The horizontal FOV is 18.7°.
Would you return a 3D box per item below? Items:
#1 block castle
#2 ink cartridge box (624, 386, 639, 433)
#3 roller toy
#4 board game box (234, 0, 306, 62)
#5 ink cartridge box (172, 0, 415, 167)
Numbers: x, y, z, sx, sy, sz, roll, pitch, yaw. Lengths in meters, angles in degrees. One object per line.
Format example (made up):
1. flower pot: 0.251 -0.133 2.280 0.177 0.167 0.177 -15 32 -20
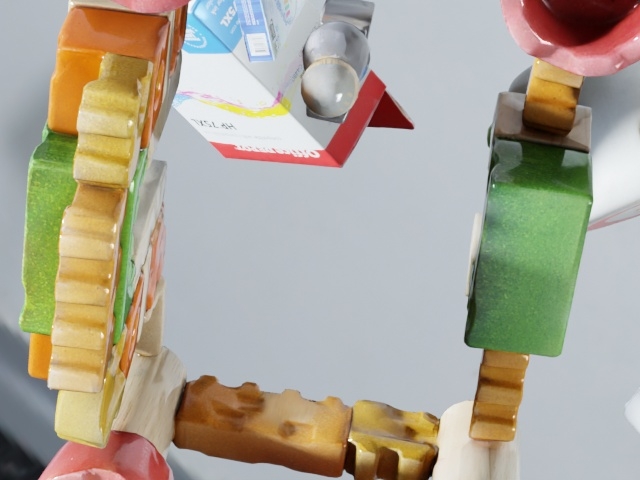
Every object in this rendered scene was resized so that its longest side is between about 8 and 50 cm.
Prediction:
1. block castle: 0.000 0.000 1.027 0.303 0.213 0.453 9 122 2
2. ink cartridge box: 0.377 0.071 1.236 0.223 0.129 0.307 50 119 34
3. roller toy: 0.257 -0.089 1.531 0.209 0.191 0.146 -23 83 30
4. board game box: -0.033 -0.169 1.187 0.020 0.090 0.090 -1 123 18
5. ink cartridge box: -0.050 -0.125 1.420 0.134 0.078 0.231 7 151 46
